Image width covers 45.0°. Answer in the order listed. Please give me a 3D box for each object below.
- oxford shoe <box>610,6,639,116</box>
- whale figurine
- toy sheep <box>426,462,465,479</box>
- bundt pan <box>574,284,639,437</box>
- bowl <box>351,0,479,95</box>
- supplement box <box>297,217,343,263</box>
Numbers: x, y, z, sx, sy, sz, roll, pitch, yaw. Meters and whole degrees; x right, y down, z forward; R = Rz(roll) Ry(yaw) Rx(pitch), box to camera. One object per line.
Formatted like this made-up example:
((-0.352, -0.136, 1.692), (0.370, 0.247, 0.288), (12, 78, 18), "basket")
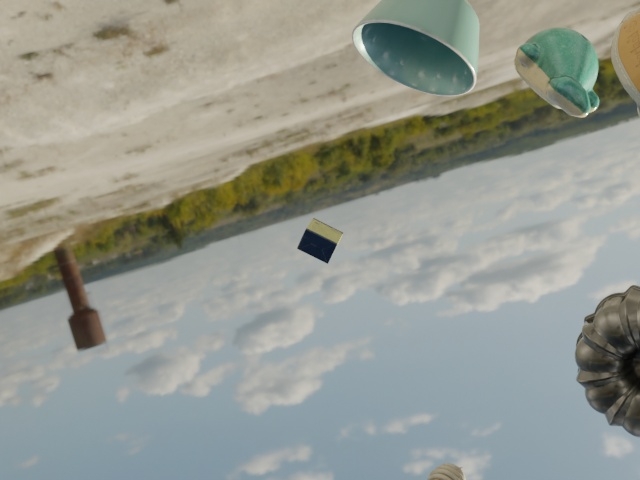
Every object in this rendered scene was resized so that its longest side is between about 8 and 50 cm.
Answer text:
((0.399, -0.130, 0.779), (0.130, 0.169, 0.449), (-24, 155, 29), "oxford shoe")
((0.507, -0.351, 1.594), (0.141, 0.216, 0.272), (-50, -167, 25), "whale figurine")
((0.266, 0.526, 1.645), (0.091, 0.091, 0.132), (-15, -166, 37), "toy sheep")
((0.674, 0.259, 1.587), (0.330, 0.331, 0.124), (-15, 176, 35), "bundt pan")
((0.245, -0.489, 1.809), (0.311, 0.163, 0.311), (23, 171, 4), "bowl")
((0.000, 0.000, 1.820), (0.056, 0.083, 0.083), (-64, 179, 24), "supplement box")
